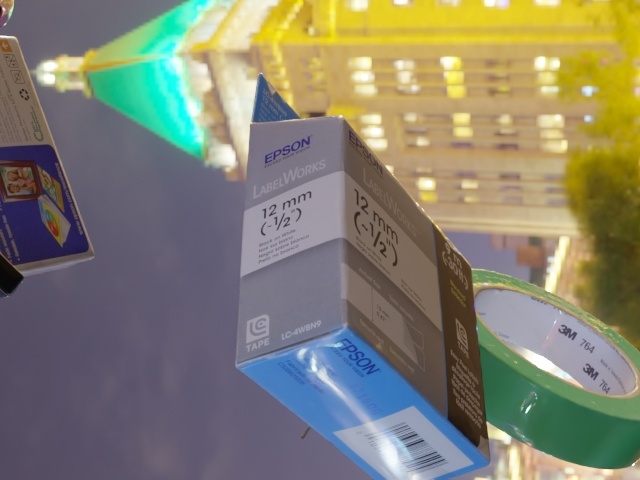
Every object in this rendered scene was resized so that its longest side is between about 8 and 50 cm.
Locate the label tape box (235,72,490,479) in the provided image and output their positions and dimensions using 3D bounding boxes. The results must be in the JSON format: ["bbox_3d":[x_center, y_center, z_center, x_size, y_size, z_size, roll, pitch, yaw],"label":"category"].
[{"bbox_3d":[0.043,0.018,1.057,0.249,0.115,0.347,45,-145,-40],"label":"label tape box"}]

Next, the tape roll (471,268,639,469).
[{"bbox_3d":[0.277,0.152,1.429,0.077,0.321,0.321,-65,-14,20],"label":"tape roll"}]

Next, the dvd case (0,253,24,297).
[{"bbox_3d":[-0.384,-0.012,1.032,0.179,0.239,0.029,50,-121,-24],"label":"dvd case"}]

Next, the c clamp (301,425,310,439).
[{"bbox_3d":[0.001,0.236,1.890,0.137,0.022,0.160,-57,-24,-34],"label":"c clamp"}]

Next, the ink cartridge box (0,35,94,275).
[{"bbox_3d":[-0.423,-0.094,1.310,0.307,0.072,0.303,-13,-98,-59],"label":"ink cartridge box"}]

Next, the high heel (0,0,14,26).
[{"bbox_3d":[-0.290,-0.172,0.925,0.244,0.082,0.117,149,109,-83],"label":"high heel"}]
